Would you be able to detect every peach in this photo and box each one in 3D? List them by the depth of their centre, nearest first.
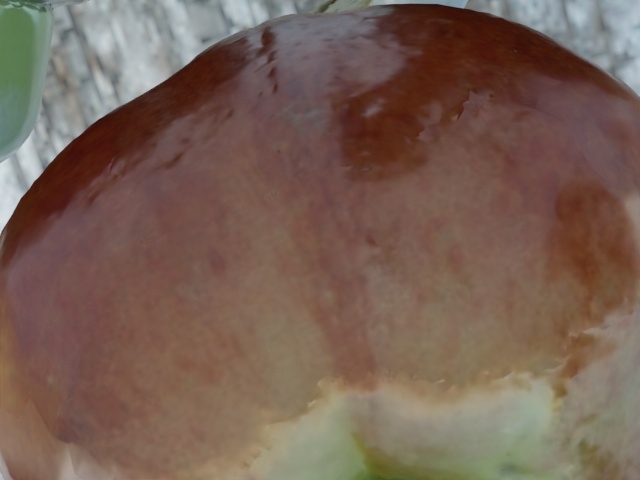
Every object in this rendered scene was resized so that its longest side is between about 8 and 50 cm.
[{"bbox_3d":[0.011,0.028,0.602,0.232,0.232,0.257,-16,-147,2],"label":"peach"}]

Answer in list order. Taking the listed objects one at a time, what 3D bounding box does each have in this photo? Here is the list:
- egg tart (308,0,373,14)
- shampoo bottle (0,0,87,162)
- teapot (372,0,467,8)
[{"bbox_3d":[0.000,0.000,0.972,0.120,0.315,0.315,36,-137,9],"label":"egg tart"},{"bbox_3d":[-0.239,-0.195,0.826,0.322,0.317,0.322,8,-173,-1],"label":"shampoo bottle"},{"bbox_3d":[0.124,-0.248,0.766,0.252,0.280,0.424,25,-113,20],"label":"teapot"}]
